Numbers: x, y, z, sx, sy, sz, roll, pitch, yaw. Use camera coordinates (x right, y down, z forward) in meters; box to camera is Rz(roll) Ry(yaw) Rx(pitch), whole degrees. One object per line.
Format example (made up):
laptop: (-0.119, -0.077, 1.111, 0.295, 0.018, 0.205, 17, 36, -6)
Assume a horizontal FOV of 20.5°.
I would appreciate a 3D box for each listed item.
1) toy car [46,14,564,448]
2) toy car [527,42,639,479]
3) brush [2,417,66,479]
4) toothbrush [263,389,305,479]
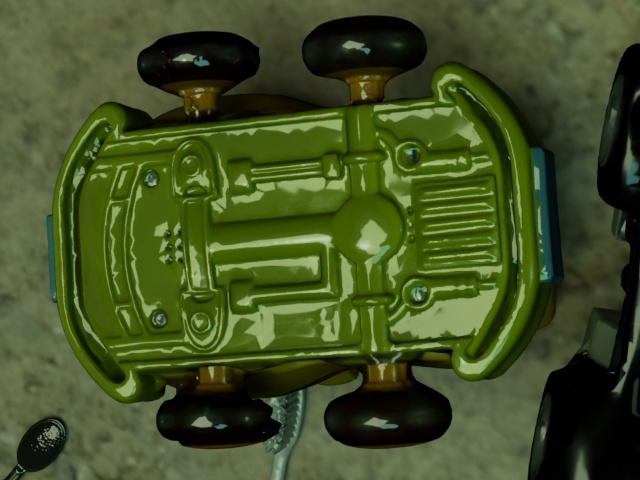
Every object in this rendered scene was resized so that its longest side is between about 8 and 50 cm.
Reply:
toy car: (0.000, 0.000, 0.866, 0.248, 0.142, 0.200, -1, 86, 18)
toy car: (0.208, 0.023, 0.797, 0.193, 0.118, 0.301, 9, 101, 2)
brush: (-0.176, 0.134, 1.044, 0.024, 0.008, 0.083, 45, 114, 5)
toothbrush: (-0.039, 0.209, 0.992, 0.020, 0.025, 0.286, 14, 107, 20)
